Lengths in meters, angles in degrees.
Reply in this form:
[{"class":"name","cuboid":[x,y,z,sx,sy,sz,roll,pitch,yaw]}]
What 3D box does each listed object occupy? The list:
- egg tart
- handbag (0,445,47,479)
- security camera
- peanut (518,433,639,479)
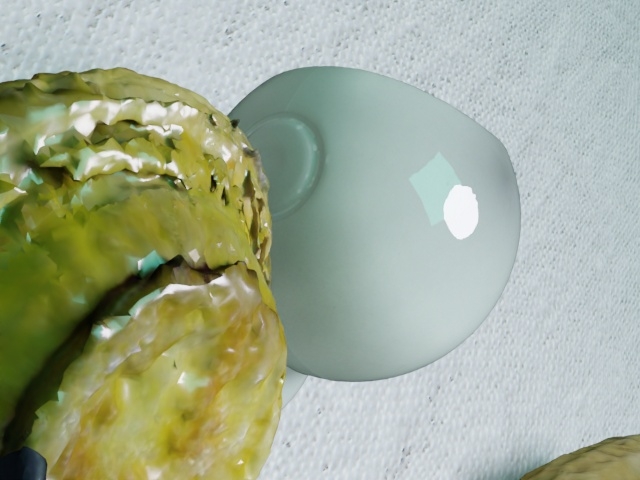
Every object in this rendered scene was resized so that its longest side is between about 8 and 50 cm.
[{"class":"egg tart","cuboid":[-0.107,0.070,0.816,0.294,0.123,0.294,-27,130,-37]},{"class":"handbag","cuboid":[-0.179,0.187,0.514,0.118,0.326,0.269,28,47,-49]},{"class":"security camera","cuboid":[0.000,0.000,1.072,0.194,0.236,0.194,36,46,-48]},{"class":"peanut","cuboid":[0.209,0.241,1.427,0.340,0.158,0.174,-1,105,-58]}]
